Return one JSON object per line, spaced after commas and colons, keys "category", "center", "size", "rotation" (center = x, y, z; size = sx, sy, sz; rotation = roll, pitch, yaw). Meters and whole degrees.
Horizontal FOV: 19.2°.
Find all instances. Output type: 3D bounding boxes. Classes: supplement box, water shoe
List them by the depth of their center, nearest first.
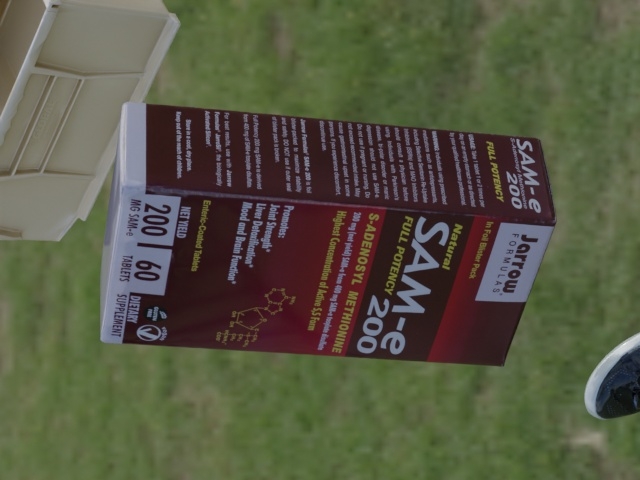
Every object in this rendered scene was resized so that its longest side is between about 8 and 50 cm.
{"category": "supplement box", "center": [0.000, 0.000, 1.073], "size": [0.130, 0.239, 0.073], "rotation": [103, 166, -45]}
{"category": "water shoe", "center": [0.319, 0.108, 1.572], "size": [0.080, 0.203, 0.073], "rotation": [-110, -7, -48]}

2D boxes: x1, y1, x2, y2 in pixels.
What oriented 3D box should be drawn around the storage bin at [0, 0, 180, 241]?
{"category": "storage bin", "center": [-0.260, -0.175, 1.595], "size": [0.260, 0.123, 0.262], "rotation": [-59, 45, 34]}
